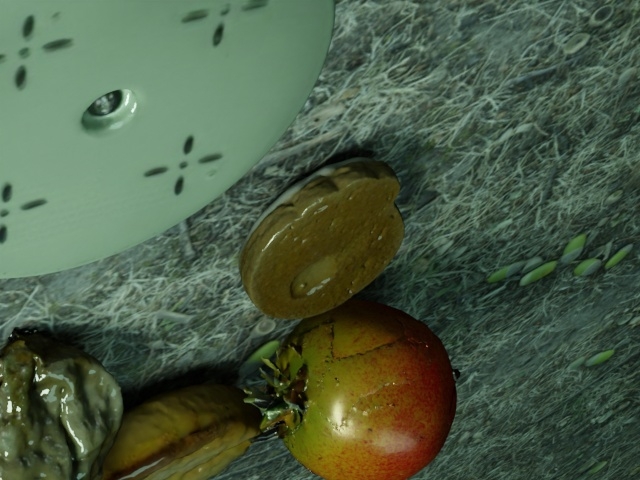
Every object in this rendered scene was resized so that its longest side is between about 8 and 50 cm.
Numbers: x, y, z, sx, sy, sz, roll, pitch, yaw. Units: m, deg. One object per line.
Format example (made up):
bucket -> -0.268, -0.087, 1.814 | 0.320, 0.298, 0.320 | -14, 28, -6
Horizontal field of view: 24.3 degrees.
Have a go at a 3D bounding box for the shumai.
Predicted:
shumai -> -0.260, 0.224, 1.414 | 0.184, 0.185, 0.218 | 6, 133, -51

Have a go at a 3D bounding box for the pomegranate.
pomegranate -> 0.036, 0.167, 1.618 | 0.235, 0.210, 0.210 | -2, 140, -34

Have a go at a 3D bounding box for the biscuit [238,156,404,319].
biscuit -> 0.000, 0.000, 1.479 | 0.181, 0.049, 0.208 | -31, 152, -6

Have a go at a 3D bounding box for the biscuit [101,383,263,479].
biscuit -> -0.197, 0.246, 1.621 | 0.274, 0.091, 0.213 | -35, 155, 6

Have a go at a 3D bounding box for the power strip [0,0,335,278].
power strip -> -0.172, -0.131, 0.972 | 0.357, 0.161, 0.357 | -26, 153, -14
